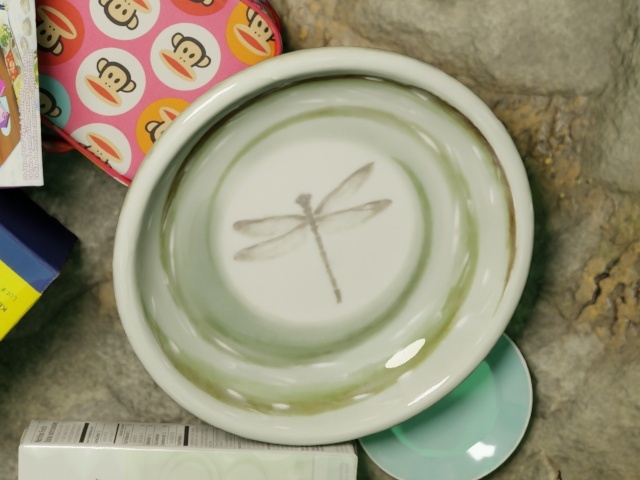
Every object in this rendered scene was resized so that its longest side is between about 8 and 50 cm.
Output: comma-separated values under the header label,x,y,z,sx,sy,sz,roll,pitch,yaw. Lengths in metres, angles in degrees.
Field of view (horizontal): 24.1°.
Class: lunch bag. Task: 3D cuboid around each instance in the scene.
label,x,y,z,sx,sy,sz,roll,pitch,yaw
lunch bag,-0.206,-0.190,1.385,0.293,0.120,0.258,41,104,-15

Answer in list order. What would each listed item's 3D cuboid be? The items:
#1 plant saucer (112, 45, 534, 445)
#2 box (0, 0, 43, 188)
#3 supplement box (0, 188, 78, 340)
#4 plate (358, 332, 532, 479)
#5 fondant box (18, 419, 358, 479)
label,x,y,z,sx,sy,sz,roll,pitch,yaw
plant saucer,0.000,0.000,1.419,0.400,0.100,0.400,-5,114,-12
box,-0.339,-0.186,1.236,0.201,0.057,0.293,-3,93,-25
supplement box,-0.421,0.079,1.393,0.194,0.195,0.356,43,94,-9
plate,0.122,0.160,1.531,0.188,0.024,0.188,-1,100,-5
fondant box,-0.134,0.309,1.504,0.330,0.096,0.238,2,100,-3
